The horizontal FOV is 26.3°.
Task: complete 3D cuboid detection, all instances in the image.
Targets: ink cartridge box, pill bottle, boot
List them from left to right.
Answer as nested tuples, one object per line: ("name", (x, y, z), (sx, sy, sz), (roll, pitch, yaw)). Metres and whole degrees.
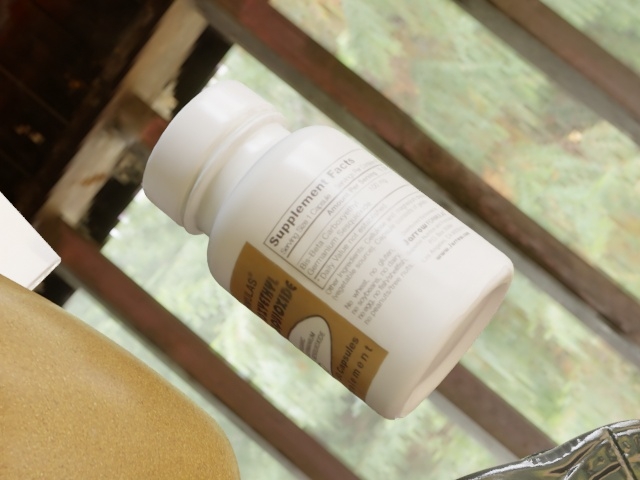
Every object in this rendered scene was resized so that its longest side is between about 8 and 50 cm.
("ink cartridge box", (-0.255, 0.022, 0.948), (0.090, 0.092, 0.143), (-48, 11, -34))
("pill bottle", (0.000, 0.000, 0.899), (0.131, 0.229, 0.131), (-47, -15, -17))
("boot", (0.173, 0.195, 0.984), (0.237, 0.085, 0.178), (-11, -18, -8))

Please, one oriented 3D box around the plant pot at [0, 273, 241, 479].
("plant pot", (-0.167, 0.121, 0.661), (0.254, 0.237, 0.237), (20, -68, -49))
